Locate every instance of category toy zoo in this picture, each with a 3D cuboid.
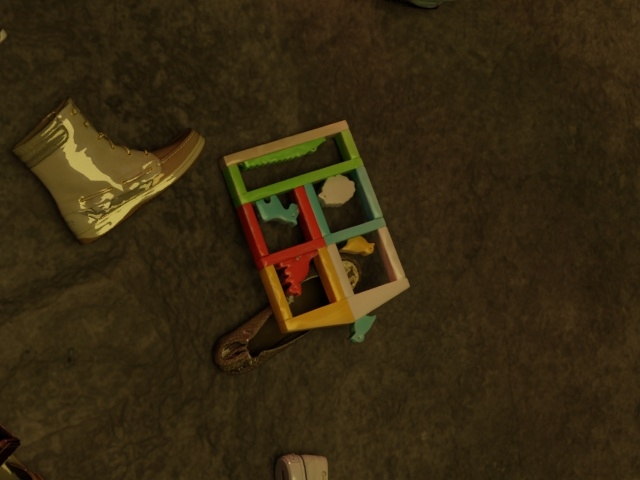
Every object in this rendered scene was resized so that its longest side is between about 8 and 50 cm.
[{"bbox_3d":[0.000,0.000,1.961,0.192,0.030,0.293,-18,85,-23],"label":"toy zoo"}]

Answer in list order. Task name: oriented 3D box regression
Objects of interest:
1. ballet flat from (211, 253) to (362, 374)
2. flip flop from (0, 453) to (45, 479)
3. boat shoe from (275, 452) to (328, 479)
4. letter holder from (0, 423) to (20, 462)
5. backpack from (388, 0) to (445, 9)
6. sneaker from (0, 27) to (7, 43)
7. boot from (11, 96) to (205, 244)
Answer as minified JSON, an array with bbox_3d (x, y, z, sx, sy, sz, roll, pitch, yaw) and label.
[{"bbox_3d":[-0.037,0.101,1.967,0.250,0.058,0.084,-33,105,-21],"label":"ballet flat"},{"bbox_3d":[-0.381,0.316,1.798,0.112,0.080,0.277,-45,108,-18],"label":"flip flop"},{"bbox_3d":[-0.014,0.401,1.970,0.076,0.083,0.226,0,90,-24],"label":"boat shoe"},{"bbox_3d":[-0.499,0.297,1.637,0.152,0.214,0.302,41,80,-3],"label":"letter holder"},{"bbox_3d":[0.128,-0.390,2.005,0.182,0.115,0.151,21,80,-27],"label":"backpack"},{"bbox_3d":[-0.459,-0.241,1.764,0.158,0.061,0.064,-23,94,-24],"label":"sneaker"},{"bbox_3d":[-0.266,-0.118,1.847,0.213,0.077,0.165,-40,105,-16],"label":"boot"}]
